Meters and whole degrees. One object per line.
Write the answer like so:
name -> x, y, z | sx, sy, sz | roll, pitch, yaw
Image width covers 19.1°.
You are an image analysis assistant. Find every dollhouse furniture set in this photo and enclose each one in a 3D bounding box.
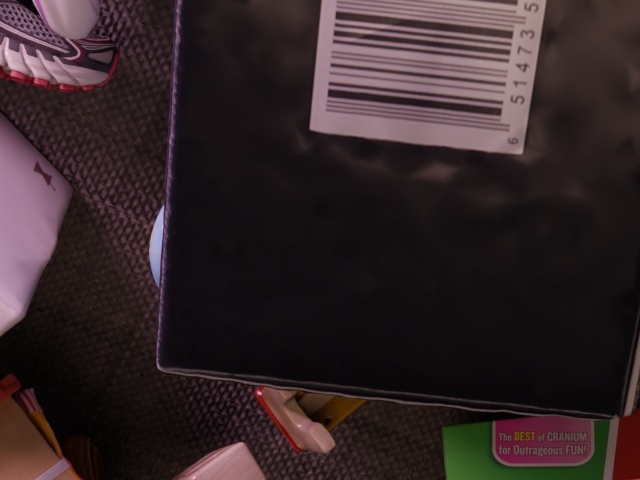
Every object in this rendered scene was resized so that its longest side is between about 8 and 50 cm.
dollhouse furniture set -> -0.141, 0.151, 1.551 | 0.374, 0.152, 0.201 | -37, 91, -20

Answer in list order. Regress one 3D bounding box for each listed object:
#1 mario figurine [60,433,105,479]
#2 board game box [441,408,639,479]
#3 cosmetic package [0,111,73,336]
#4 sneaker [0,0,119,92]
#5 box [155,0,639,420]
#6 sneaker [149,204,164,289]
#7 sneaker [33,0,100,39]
mario figurine -> -0.346, 0.252, 1.615 | 0.320, 0.198, 0.170 | -8, 140, 1
board game box -> 0.269, 0.205, 1.559 | 0.316, 0.064, 0.242 | -7, 153, 6
cosmetic package -> -0.423, 0.081, 1.508 | 0.453, 0.230, 0.161 | -37, 109, 18
sneaker -> -0.280, -0.203, 1.422 | 0.299, 0.121, 0.112 | 29, 88, -19
box -> 0.074, -0.220, 1.191 | 0.297, 0.472, 0.480 | 6, 117, 1
sneaker -> 0.000, 0.000, 1.483 | 0.208, 0.319, 0.127 | 11, 94, 38
sneaker -> -0.148, -0.291, 1.349 | 0.152, 0.114, 0.305 | 3, 106, -4
